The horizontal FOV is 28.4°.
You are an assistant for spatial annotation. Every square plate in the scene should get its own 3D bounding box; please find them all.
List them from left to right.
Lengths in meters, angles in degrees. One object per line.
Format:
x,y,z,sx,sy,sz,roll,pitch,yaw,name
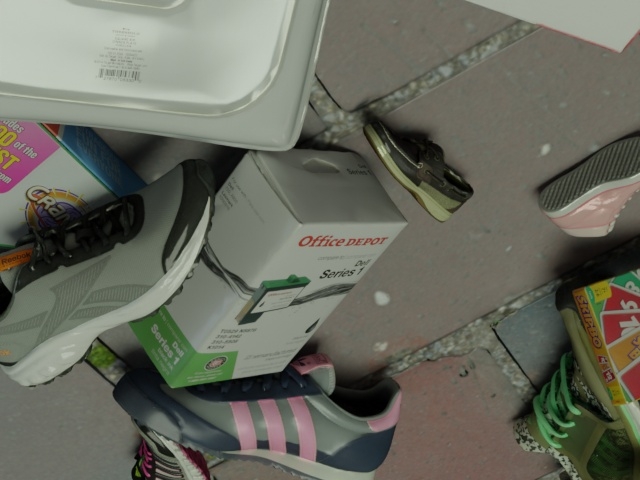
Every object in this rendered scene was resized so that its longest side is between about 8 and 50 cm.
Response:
-0.136,-0.224,0.912,0.347,0.049,0.344,4,119,-22,square plate

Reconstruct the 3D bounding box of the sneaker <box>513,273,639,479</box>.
0.300,0.204,1.436,0.182,0.158,0.410,-11,132,19,sneaker

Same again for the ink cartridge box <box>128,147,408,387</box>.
-0.049,0.025,1.151,0.160,0.092,0.219,-3,140,-50,ink cartridge box

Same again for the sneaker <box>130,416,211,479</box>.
-0.176,0.237,1.369,0.075,0.063,0.170,-25,139,-1,sneaker

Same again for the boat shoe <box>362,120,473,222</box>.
0.092,-0.072,1.167,0.049,0.056,0.152,-37,141,12,boat shoe

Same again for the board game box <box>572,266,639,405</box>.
0.392,0.070,1.304,0.259,0.124,0.039,-17,175,-23,board game box

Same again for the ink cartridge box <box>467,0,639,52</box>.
0.145,-0.249,0.897,0.158,0.218,0.092,13,133,-26,ink cartridge box

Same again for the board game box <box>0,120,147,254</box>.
-0.325,-0.001,1.101,0.316,0.064,0.242,-30,133,12,board game box

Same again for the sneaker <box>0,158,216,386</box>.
-0.195,0.021,1.048,0.271,0.100,0.108,-37,126,18,sneaker

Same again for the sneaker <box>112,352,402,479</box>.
-0.057,0.162,1.325,0.319,0.112,0.131,19,104,-30,sneaker

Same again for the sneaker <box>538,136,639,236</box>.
0.287,-0.049,1.244,0.134,0.051,0.070,-29,135,16,sneaker
